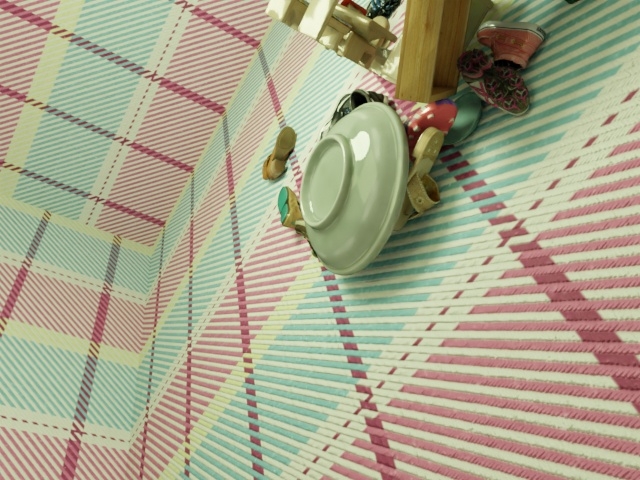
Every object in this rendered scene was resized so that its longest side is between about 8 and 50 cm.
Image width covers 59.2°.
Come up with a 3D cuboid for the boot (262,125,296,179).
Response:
[{"bbox_3d":[-0.164,-0.322,2.101,0.152,0.073,0.197,-16,53,64],"label":"boot"}]

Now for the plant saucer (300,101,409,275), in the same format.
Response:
[{"bbox_3d":[0.043,-0.124,1.268,0.400,0.100,0.400,-31,54,56],"label":"plant saucer"}]

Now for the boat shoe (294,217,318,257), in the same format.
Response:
[{"bbox_3d":[-0.007,-0.002,1.496,0.257,0.095,0.095,12,86,64],"label":"boat shoe"}]

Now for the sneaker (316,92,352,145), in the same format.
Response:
[{"bbox_3d":[0.064,-0.336,1.639,0.217,0.079,0.121,-67,23,-3],"label":"sneaker"}]

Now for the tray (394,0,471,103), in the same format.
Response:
[{"bbox_3d":[0.223,-0.472,1.028,0.203,0.076,0.411,-33,-47,-57],"label":"tray"}]

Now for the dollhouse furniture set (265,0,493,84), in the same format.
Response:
[{"bbox_3d":[0.152,-0.531,1.327,0.394,0.362,0.256,41,110,35],"label":"dollhouse furniture set"}]

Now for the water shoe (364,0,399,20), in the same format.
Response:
[{"bbox_3d":[0.193,-0.722,1.710,0.203,0.073,0.080,-64,27,10],"label":"water shoe"}]

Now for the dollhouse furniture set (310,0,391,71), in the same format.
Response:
[{"bbox_3d":[0.095,-0.673,1.645,0.259,0.262,0.135,-51,27,31],"label":"dollhouse furniture set"}]

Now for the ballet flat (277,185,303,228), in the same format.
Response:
[{"bbox_3d":[-0.092,-0.097,1.770,0.080,0.073,0.232,-60,19,25],"label":"ballet flat"}]

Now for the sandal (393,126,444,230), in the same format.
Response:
[{"bbox_3d":[0.213,-0.106,1.153,0.079,0.088,0.240,37,121,35],"label":"sandal"}]

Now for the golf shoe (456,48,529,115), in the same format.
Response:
[{"bbox_3d":[0.340,-0.294,1.080,0.067,0.086,0.186,-39,52,10],"label":"golf shoe"}]

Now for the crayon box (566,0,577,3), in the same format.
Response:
[{"bbox_3d":[0.369,-0.579,0.943,0.083,0.323,0.203,2,71,64],"label":"crayon box"}]

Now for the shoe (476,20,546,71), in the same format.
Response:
[{"bbox_3d":[0.356,-0.382,1.113,0.081,0.063,0.178,-60,30,4],"label":"shoe"}]

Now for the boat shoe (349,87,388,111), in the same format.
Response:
[{"bbox_3d":[0.119,-0.295,1.409,0.335,0.095,0.112,-86,15,-58],"label":"boat shoe"}]

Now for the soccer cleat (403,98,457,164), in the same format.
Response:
[{"bbox_3d":[0.217,-0.251,1.217,0.248,0.083,0.095,128,148,-67],"label":"soccer cleat"}]

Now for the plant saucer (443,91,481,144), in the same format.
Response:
[{"bbox_3d":[0.297,-0.251,1.175,0.119,0.021,0.119,-46,32,40],"label":"plant saucer"}]
